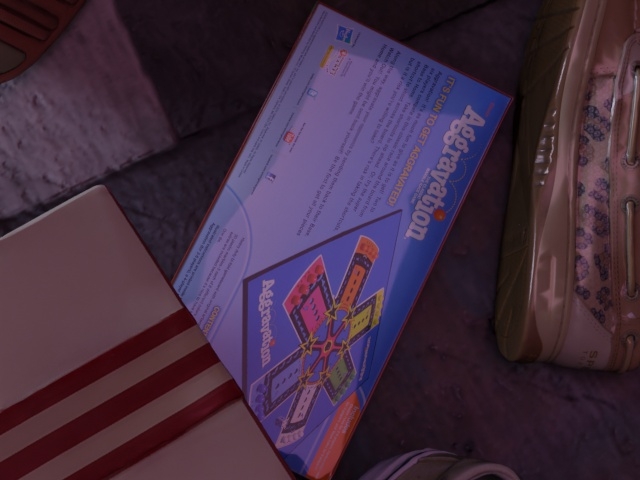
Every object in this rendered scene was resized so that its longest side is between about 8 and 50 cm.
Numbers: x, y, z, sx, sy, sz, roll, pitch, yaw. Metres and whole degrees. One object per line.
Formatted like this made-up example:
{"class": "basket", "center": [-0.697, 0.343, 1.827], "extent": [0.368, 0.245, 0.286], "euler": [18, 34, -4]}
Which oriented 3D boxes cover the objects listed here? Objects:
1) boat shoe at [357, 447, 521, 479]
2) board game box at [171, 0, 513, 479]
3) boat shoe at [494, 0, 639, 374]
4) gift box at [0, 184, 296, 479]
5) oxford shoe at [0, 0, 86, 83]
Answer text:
{"class": "boat shoe", "center": [0.000, 0.223, 0.881], "extent": [0.109, 0.094, 0.302], "euler": [41, 64, -9]}
{"class": "board game box", "center": [0.000, 0.000, 1.071], "extent": [0.145, 0.027, 0.281], "euler": [26, 77, 1]}
{"class": "boat shoe", "center": [0.175, -0.059, 1.070], "extent": [0.089, 0.104, 0.285], "euler": [10, 88, -8]}
{"class": "gift box", "center": [-0.185, 0.162, 0.910], "extent": [0.258, 0.276, 0.255], "euler": [-30, 79, -26]}
{"class": "oxford shoe", "center": [-0.195, -0.292, 1.080], "extent": [0.146, 0.140, 0.397], "euler": [12, 81, 28]}
